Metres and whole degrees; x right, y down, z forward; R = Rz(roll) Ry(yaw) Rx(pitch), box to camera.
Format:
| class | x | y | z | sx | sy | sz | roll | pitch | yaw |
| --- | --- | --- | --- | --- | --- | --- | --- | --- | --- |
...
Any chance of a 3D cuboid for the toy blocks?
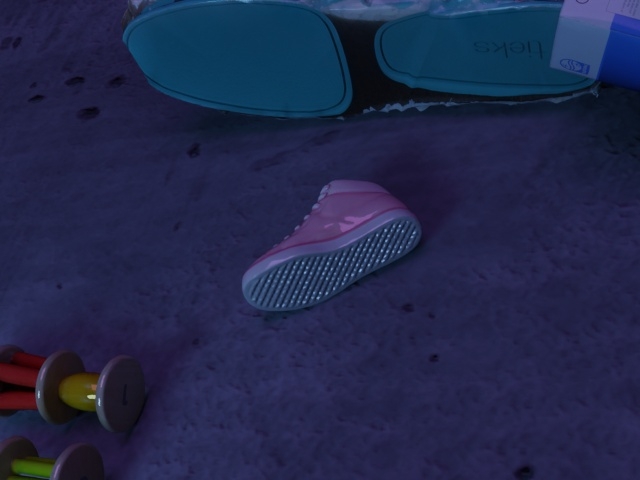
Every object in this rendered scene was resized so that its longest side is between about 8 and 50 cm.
| class | x | y | z | sx | sy | sz | roll | pitch | yaw |
| --- | --- | --- | --- | --- | --- | --- | --- | --- | --- |
| toy blocks | -0.208 | 0.126 | 0.663 | 0.148 | 0.054 | 0.123 | 1 | 47 | 23 |

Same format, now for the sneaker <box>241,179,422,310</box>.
| class | x | y | z | sx | sy | sz | roll | pitch | yaw |
| --- | --- | --- | --- | --- | --- | --- | --- | --- | --- |
| sneaker | 0.000 | 0.000 | 0.708 | 0.134 | 0.051 | 0.070 | -24 | 41 | -7 |

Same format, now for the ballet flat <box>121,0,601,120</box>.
| class | x | y | z | sx | sy | sz | roll | pitch | yaw |
| --- | --- | --- | --- | --- | --- | --- | --- | --- | --- |
| ballet flat | 0.045 | -0.178 | 0.813 | 0.408 | 0.147 | 0.147 | 4 | 49 | 15 |

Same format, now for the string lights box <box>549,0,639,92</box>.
| class | x | y | z | sx | sy | sz | roll | pitch | yaw |
| --- | --- | --- | --- | --- | --- | --- | --- | --- | --- |
| string lights box | 0.295 | -0.147 | 0.628 | 0.259 | 0.077 | 0.133 | 20 | 77 | 13 |
